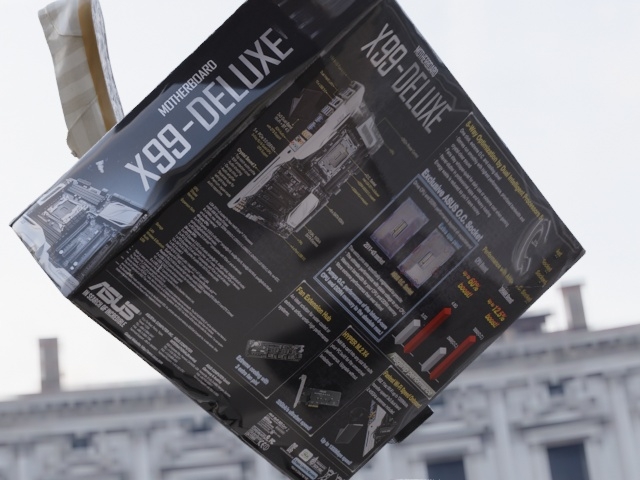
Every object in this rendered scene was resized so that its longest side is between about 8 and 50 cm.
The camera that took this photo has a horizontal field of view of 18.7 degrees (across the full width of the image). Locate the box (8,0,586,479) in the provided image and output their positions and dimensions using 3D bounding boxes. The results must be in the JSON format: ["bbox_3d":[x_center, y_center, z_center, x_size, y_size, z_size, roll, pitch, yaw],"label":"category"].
[{"bbox_3d":[0.000,0.000,1.166,0.242,0.076,0.307,-44,-41,1],"label":"box"}]

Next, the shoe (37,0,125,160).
[{"bbox_3d":[-0.220,-0.125,1.849,0.058,0.219,0.076,-11,5,2],"label":"shoe"}]

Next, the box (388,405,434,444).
[{"bbox_3d":[0.005,0.083,1.569,0.045,0.184,0.190,-43,-1,-8],"label":"box"}]
